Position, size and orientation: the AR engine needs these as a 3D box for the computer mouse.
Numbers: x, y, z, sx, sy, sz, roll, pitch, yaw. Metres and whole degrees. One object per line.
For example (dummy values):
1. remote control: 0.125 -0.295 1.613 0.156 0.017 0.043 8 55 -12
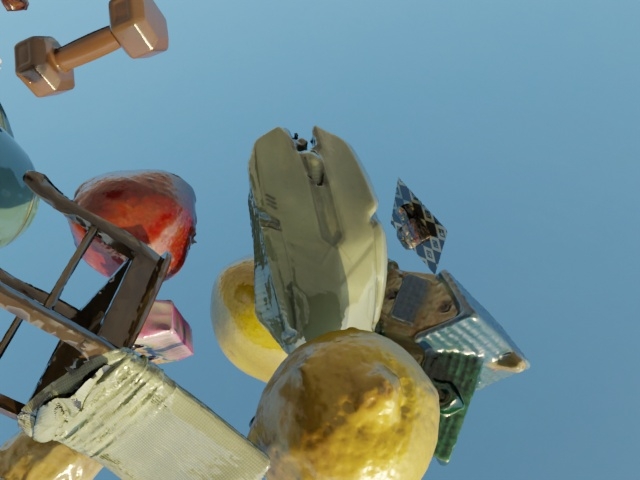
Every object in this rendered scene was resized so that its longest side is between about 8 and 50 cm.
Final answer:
1. computer mouse: 0.001 -0.003 0.962 0.228 0.145 0.429 -4 -106 -18

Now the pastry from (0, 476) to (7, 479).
1. pastry: -0.556 0.395 0.922 0.258 0.121 0.089 25 -114 11

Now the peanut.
1. peanut: -0.487 0.397 1.173 0.170 0.192 0.387 51 -126 -2

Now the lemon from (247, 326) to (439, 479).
1. lemon: 0.031 0.234 0.744 0.233 0.288 0.234 10 -129 -13

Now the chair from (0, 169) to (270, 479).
1. chair: -0.199 0.110 0.561 0.160 0.319 0.186 -41 -156 23

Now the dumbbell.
1. dumbbell: -0.330 -0.277 0.839 0.230 0.082 0.092 -15 -106 18

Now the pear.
1. pear: -0.097 0.209 1.564 0.418 0.362 0.362 36 -115 4

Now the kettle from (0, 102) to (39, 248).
1. kettle: -0.480 -0.116 0.646 0.247 0.342 0.320 -20 -108 22

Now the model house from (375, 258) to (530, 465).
1. model house: 0.251 0.280 1.343 0.342 0.334 0.382 6 -117 48

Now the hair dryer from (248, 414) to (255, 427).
1. hair dryer: -0.123 0.451 1.081 0.248 0.078 0.196 -34 -121 -9

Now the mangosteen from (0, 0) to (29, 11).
1. mangosteen: -0.535 -0.539 1.001 0.274 0.275 0.303 -8 -95 2

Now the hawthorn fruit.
1. hawthorn fruit: -0.430 -0.034 1.294 0.307 0.265 0.265 14 -131 -29

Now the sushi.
1. sushi: 0.262 -0.031 1.706 0.047 0.220 0.231 -26 -122 -18

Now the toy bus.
1. toy bus: -0.338 0.189 1.215 0.112 0.274 0.090 -6 -110 -5
